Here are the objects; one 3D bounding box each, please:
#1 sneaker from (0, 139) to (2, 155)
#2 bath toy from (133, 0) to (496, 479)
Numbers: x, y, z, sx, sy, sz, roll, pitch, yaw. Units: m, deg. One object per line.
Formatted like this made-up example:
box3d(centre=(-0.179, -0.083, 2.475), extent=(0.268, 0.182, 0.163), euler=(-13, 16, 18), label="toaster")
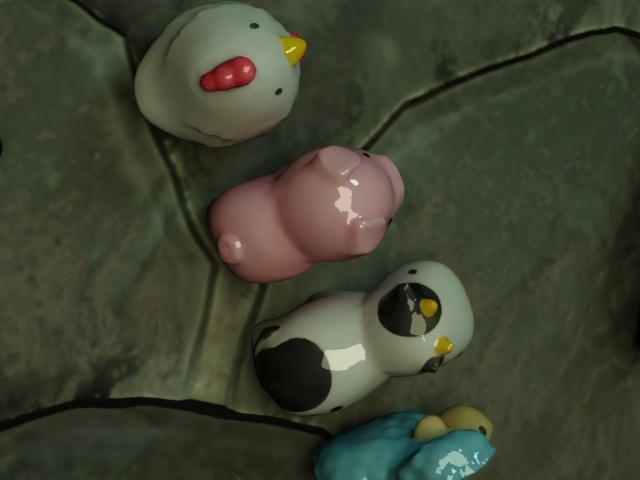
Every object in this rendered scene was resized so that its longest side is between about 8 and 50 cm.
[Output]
box3d(centre=(-0.283, -0.169, 1.248), extent=(0.124, 0.107, 0.283), euler=(-46, 102, -14), label="sneaker")
box3d(centre=(0.000, 0.000, 1.310), extent=(0.151, 0.129, 0.348), euler=(-27, 98, -11), label="bath toy")
